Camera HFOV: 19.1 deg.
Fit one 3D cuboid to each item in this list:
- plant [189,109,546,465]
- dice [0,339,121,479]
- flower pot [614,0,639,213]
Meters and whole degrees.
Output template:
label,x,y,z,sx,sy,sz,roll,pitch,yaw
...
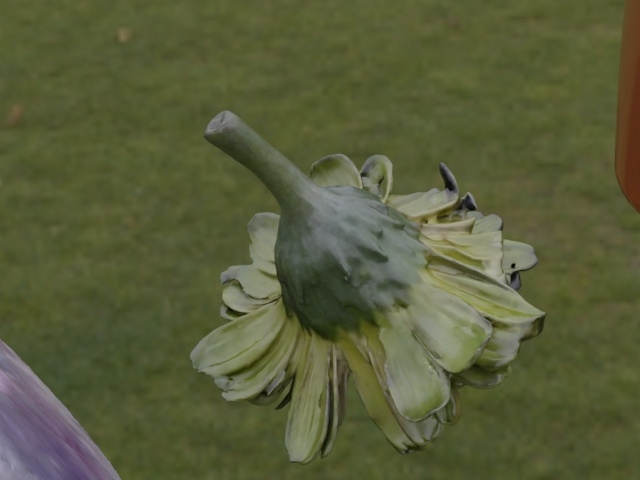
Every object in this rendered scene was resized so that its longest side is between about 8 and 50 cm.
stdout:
label,x,y,z,sx,sy,sz,roll,pitch,yaw
plant,0.034,0.002,1.522,0.306,0.297,0.261,-2,20,44
dice,-0.273,0.149,0.953,0.271,0.270,0.270,-46,56,0
flower pot,0.170,-0.071,0.548,0.191,0.173,0.190,12,35,-9
